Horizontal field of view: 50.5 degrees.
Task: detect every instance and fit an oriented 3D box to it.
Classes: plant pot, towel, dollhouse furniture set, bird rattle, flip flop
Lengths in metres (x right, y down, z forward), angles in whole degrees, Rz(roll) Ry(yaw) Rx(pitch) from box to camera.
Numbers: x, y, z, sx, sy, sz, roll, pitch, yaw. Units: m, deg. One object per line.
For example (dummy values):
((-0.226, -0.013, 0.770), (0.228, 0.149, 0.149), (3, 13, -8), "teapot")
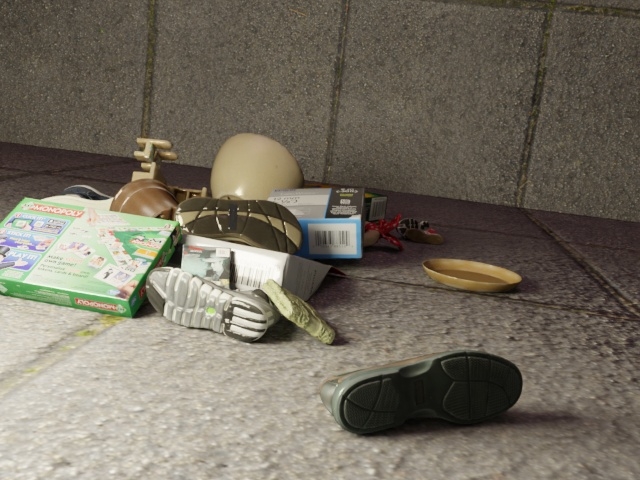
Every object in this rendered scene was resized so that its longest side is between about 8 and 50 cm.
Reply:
((0.362, 0.086, 1.637), (0.236, 0.032, 0.236), (7, 11, -1), "plant pot")
((-0.378, -0.040, 1.556), (0.167, 0.167, 0.165), (-1, 21, -35), "plant pot")
((-0.212, -0.146, 2.013), (0.284, 0.284, 0.191), (10, 47, 17), "plant pot")
((-0.037, 0.114, 1.125), (0.110, 0.027, 0.148), (37, 3, -25), "towel")
((-0.412, -0.131, 1.857), (0.161, 0.212, 0.242), (5, -16, 2), "dollhouse furniture set")
((0.104, -0.021, 1.932), (0.254, 0.143, 0.207), (27, 31, 28), "bird rattle")
((-0.173, -0.029, 1.453), (0.277, 0.112, 0.080), (7, -18, -10), "flip flop")

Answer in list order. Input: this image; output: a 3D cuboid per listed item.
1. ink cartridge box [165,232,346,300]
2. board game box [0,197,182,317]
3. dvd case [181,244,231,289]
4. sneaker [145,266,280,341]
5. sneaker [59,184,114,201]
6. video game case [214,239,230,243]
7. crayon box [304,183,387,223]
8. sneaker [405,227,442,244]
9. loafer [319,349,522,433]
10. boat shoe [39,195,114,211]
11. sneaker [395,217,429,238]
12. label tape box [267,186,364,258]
((-0.146, 0.063, 1.418), (0.308, 0.091, 0.385), (10, -6, 20), "ink cartridge box")
((-0.434, 0.023, 1.198), (0.317, 0.046, 0.213), (9, 40, 11), "board game box")
((-0.203, 0.068, 1.194), (0.087, 0.119, 0.013), (4, -18, -11), "dvd case")
((-0.170, 0.103, 1.135), (0.229, 0.086, 0.132), (21, 10, 19), "sneaker")
((-0.675, -0.103, 1.864), (0.226, 0.086, 0.163), (13, 10, 26), "sneaker")
((-0.201, 0.011, 1.565), (0.143, 0.019, 0.157), (15, -7, -24), "video game case")
((0.002, -0.124, 2.322), (0.313, 0.106, 0.363), (14, 13, 33), "crayon box")
((0.319, -0.018, 2.126), (0.118, 0.042, 0.067), (13, 14, -6), "sneaker")
((0.127, 0.180, 0.858), (0.268, 0.096, 0.084), (0, 7, -23), "loafer")
((-0.552, -0.045, 1.627), (0.305, 0.091, 0.109), (-6, 59, -27), "boat shoe")
((0.285, -0.032, 2.178), (0.071, 0.068, 0.170), (-4, -6, 36), "sneaker")
((-0.011, -0.070, 1.751), (0.249, 0.115, 0.347), (-1, 25, 6), "label tape box")
